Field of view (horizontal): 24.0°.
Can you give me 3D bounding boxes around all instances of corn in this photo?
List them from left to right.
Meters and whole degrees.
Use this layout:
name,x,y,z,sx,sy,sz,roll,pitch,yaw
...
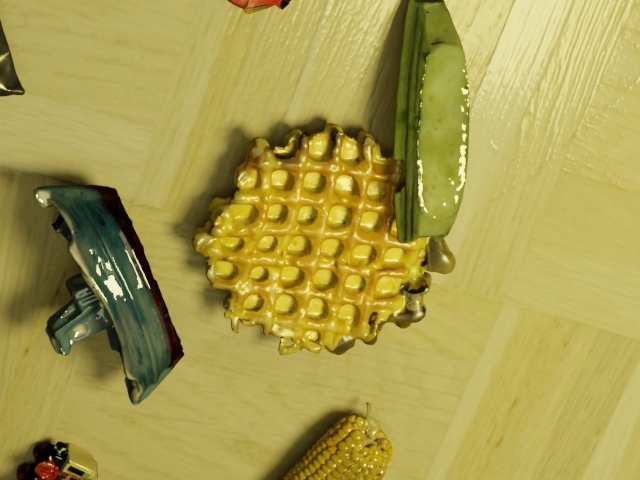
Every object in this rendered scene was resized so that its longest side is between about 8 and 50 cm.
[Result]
name,x,y,z,sx,sy,sz,roll,pitch,yaw
corn,-0.014,0.346,1.965,0.101,0.101,0.310,36,102,-22

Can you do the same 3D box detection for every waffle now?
name,x,y,z,sx,sy,sz,roll,pitch,yaw
waffle,0.008,0.007,1.837,0.329,0.062,0.329,-5,114,-11

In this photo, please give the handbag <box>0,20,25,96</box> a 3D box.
name,x,y,z,sx,sy,sz,roll,pitch,yaw
handbag,-0.467,-0.240,1.636,0.254,0.088,0.211,-8,117,-2

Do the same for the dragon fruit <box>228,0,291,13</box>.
name,x,y,z,sx,sy,sz,roll,pitch,yaw
dragon fruit,-0.083,-0.297,1.680,0.116,0.086,0.081,-3,153,0

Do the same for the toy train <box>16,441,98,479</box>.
name,x,y,z,sx,sy,sz,roll,pitch,yaw
toy train,-0.350,0.320,1.924,0.087,0.050,0.138,31,106,-24

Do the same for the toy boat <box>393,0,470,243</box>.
name,x,y,z,sx,sy,sz,roll,pitch,yaw
toy boat,0.130,-0.136,1.762,0.093,0.055,0.293,-5,102,-25

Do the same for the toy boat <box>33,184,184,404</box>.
name,x,y,z,sx,sy,sz,roll,pitch,yaw
toy boat,-0.265,0.066,1.780,0.142,0.129,0.309,-26,117,-12
